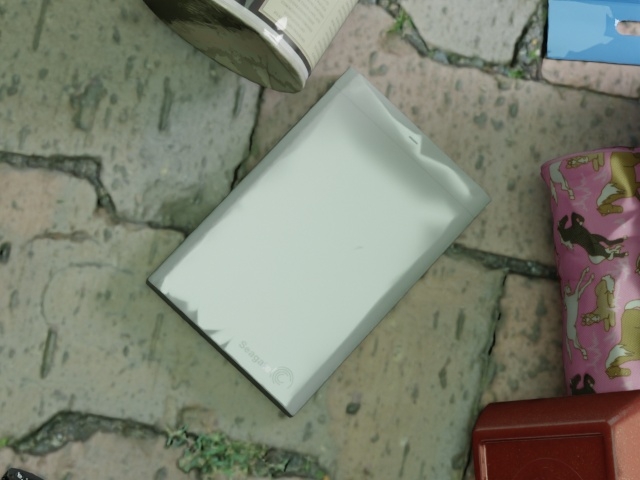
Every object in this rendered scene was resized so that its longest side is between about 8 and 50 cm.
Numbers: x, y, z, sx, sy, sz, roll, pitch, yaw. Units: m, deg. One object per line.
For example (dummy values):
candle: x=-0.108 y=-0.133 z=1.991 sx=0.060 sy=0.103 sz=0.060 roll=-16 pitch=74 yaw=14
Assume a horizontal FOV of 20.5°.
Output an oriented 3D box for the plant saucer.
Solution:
plant saucer: x=0.233 y=0.279 z=1.709 sx=0.048 sy=0.259 sz=0.258 roll=1 pitch=82 yaw=-35

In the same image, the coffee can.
coffee can: x=-0.028 y=-0.315 z=1.769 sx=0.202 sy=0.201 sz=0.275 roll=33 pitch=80 yaw=-3

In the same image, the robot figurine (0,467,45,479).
robot figurine: x=-0.259 y=0.356 z=1.682 sx=0.291 sy=0.085 sz=0.211 roll=46 pitch=40 yaw=3

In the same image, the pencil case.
pencil case: x=0.310 y=0.091 z=1.788 sx=0.160 sy=0.167 sz=0.386 roll=0 pitch=82 yaw=-30

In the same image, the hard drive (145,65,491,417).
hard drive: x=0.000 y=0.000 z=1.817 sx=0.203 sy=0.040 sz=0.307 roll=43 pitch=78 yaw=-1

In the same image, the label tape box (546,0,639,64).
label tape box: x=0.371 y=-0.358 z=1.885 sx=0.241 sy=0.106 sz=0.333 roll=3 pitch=82 yaw=-8
